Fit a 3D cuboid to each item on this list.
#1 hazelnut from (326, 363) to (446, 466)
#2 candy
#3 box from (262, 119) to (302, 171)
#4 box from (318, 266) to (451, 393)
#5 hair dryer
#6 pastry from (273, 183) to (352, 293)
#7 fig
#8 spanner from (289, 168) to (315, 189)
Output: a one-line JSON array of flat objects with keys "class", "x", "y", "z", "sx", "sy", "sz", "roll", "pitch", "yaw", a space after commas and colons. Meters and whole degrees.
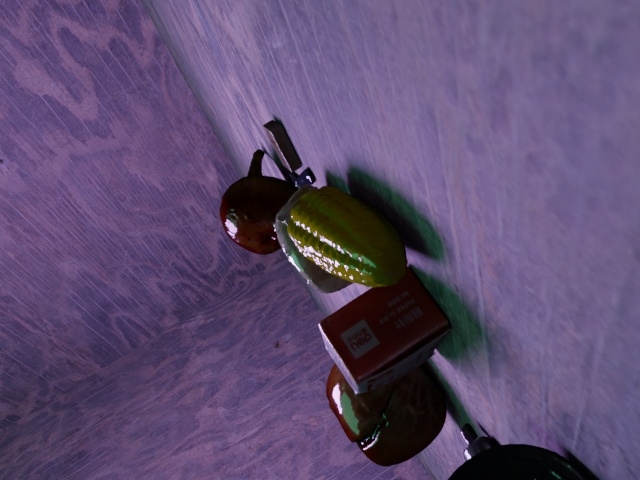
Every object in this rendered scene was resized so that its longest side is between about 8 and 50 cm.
[{"class": "hazelnut", "x": 0.110, "y": 0.283, "z": 0.875, "sx": 0.212, "sy": 0.181, "sz": 0.181, "roll": 38, "pitch": 168, "yaw": 5}, {"class": "candy", "x": 0.035, "y": -0.001, "z": 0.564, "sx": 0.106, "sy": 0.094, "sz": 0.199, "roll": 23, "pitch": -175, "yaw": -26}, {"class": "box", "x": -0.066, "y": -0.162, "z": 0.859, "sx": 0.083, "sy": 0.024, "sz": 0.053, "roll": 64, "pitch": 171, "yaw": -32}, {"class": "box", "x": 0.079, "y": 0.126, "z": 0.642, "sx": 0.099, "sy": 0.133, "sz": 0.182, "roll": 57, "pitch": 171, "yaw": 20}, {"class": "hair dryer", "x": 0.201, "y": 0.317, "z": 0.560, "sx": 0.284, "sy": 0.156, "sz": 0.320, "roll": 33, "pitch": 164, "yaw": 51}, {"class": "pastry", "x": 0.000, "y": 0.000, "z": 0.743, "sx": 0.166, "sy": 0.088, "sz": 0.166, "roll": 53, "pitch": -169, "yaw": -15}, {"class": "fig", "x": -0.128, "y": -0.087, "z": 1.155, "sx": 0.191, "sy": 0.190, "sz": 0.290, "roll": 61, "pitch": -171, "yaw": -24}, {"class": "spanner", "x": -0.035, "y": -0.111, "z": 0.913, "sx": 0.046, "sy": 0.012, "sz": 0.208, "roll": 60, "pitch": 173, "yaw": -7}]
